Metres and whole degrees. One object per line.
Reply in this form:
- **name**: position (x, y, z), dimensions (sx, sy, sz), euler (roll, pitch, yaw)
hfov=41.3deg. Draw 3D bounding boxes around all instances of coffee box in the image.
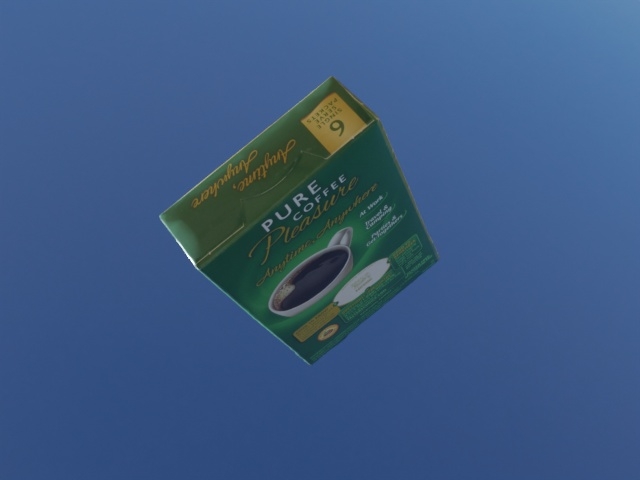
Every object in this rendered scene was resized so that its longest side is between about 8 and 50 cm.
- **coffee box**: position (0.000, 0.000, 0.472), dimensions (0.040, 0.113, 0.184), euler (50, 180, 28)
